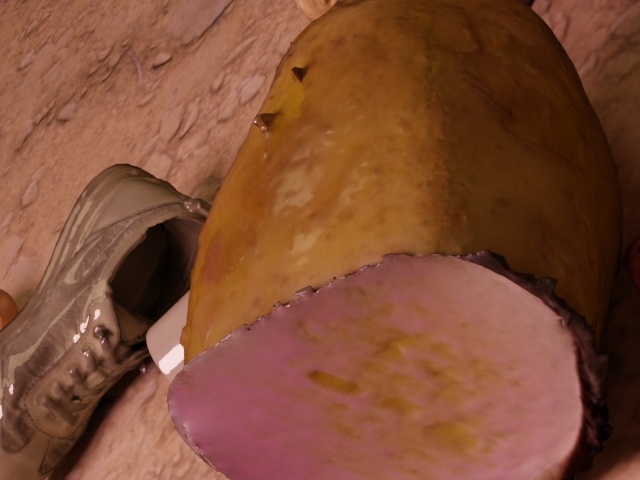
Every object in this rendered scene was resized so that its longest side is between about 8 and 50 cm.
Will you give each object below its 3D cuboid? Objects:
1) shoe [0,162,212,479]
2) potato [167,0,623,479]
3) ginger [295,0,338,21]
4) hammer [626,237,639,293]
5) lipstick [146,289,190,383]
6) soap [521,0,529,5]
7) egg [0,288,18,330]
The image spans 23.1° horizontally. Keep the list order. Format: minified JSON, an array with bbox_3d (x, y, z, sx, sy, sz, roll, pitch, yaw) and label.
[{"bbox_3d":[-0.165,0.070,1.114,0.098,0.103,0.274,11,68,44],"label":"shoe"},{"bbox_3d":[0.054,-0.016,0.798,0.229,0.229,0.266,-27,36,36],"label":"potato"},{"bbox_3d":[0.094,-0.229,0.945,0.334,0.147,0.081,-24,12,-40],"label":"ginger"},{"bbox_3d":[0.189,0.005,0.759,0.083,0.043,0.043,-24,41,37],"label":"hammer"},{"bbox_3d":[0.000,0.000,0.987,0.254,0.070,0.070,-43,32,16],"label":"lipstick"},{"bbox_3d":[0.044,-0.195,1.000,0.065,0.203,0.122,5,65,58],"label":"soap"},{"bbox_3d":[-0.287,0.074,1.294,0.071,0.071,0.083,8,61,56],"label":"egg"}]
